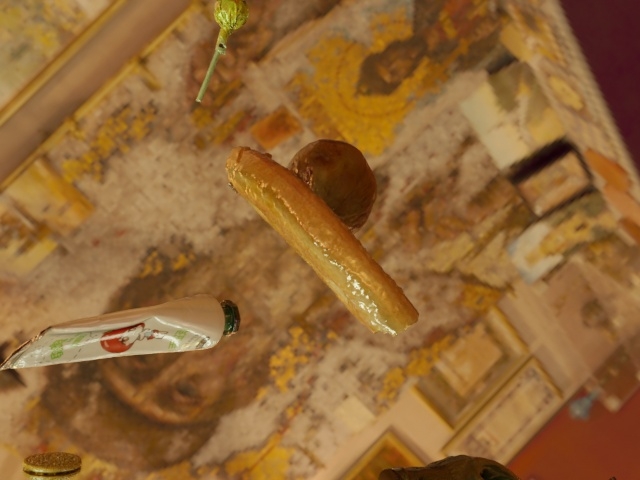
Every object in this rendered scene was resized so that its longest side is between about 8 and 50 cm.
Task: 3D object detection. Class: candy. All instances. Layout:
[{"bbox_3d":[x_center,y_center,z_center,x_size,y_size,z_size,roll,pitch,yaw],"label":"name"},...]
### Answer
[{"bbox_3d":[-0.169,-0.318,1.834,0.062,0.193,0.058,26,169,-41],"label":"candy"}]

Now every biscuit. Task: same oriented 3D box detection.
[{"bbox_3d":[-0.383,0.322,1.581,0.084,0.023,0.084,2,-176,0],"label":"biscuit"}]

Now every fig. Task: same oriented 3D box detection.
[{"bbox_3d":[-0.021,-0.074,2.013,0.191,0.190,0.290,44,-142,14],"label":"fig"}]

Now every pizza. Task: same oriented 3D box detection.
[{"bbox_3d":[0.000,0.000,1.467,0.365,0.074,0.182,44,174,32],"label":"pizza"}]

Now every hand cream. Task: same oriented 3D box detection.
[{"bbox_3d":[-0.252,0.123,1.474,0.336,0.121,0.076,-6,-117,-43],"label":"hand cream"}]

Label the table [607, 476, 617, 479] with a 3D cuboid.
[{"bbox_3d":[0.487,0.530,1.779,0.169,0.172,0.193,37,-159,-25],"label":"table"}]

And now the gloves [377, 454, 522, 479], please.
[{"bbox_3d":[0.216,0.388,1.736,0.268,0.107,0.135,16,164,-27],"label":"gloves"}]
